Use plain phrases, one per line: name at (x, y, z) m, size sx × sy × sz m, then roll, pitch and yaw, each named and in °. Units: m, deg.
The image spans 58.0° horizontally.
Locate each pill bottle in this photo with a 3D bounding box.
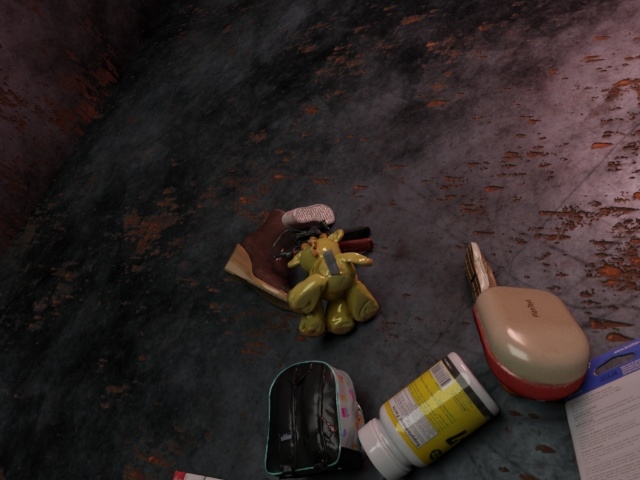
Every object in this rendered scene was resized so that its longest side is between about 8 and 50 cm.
pill bottle at (0.171, 0.287, 0.934) m, size 0.209 × 0.119 × 0.119 m, roll -39°, pitch 44°, yaw 6°

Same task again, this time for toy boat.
toy boat at (0.319, 0.177, 0.905) m, size 0.151 × 0.151 × 0.231 m, roll 5°, pitch 20°, yaw 5°

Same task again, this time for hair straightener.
hair straightener at (0.000, 0.000, 1.288) m, size 0.231 × 0.047 × 0.089 m, roll -12°, pitch 49°, yaw 8°

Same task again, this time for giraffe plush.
giraffe plush at (0.009, 0.068, 1.179) m, size 0.182 × 0.210 × 0.170 m, roll -8°, pitch 29°, yaw -12°

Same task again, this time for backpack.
backpack at (-0.007, 0.313, 1.019) m, size 0.166 × 0.144 × 0.188 m, roll -23°, pitch 61°, yaw 28°

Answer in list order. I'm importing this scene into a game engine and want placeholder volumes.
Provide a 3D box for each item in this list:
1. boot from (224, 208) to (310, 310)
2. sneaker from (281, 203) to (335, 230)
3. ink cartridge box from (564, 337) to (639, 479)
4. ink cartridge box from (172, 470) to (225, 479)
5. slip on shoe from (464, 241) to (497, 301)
boot at (-0.088, 0.035, 1.337) m, size 0.249 × 0.090 × 0.206 m, roll 27°, pitch 68°, yaw 35°
sneaker at (-0.033, -0.053, 1.348) m, size 0.070 × 0.134 × 0.050 m, roll -18°, pitch 81°, yaw 44°
ink cartridge box at (0.421, 0.274, 0.732) m, size 0.186 × 0.065 × 0.311 m, roll -42°, pitch 26°, yaw 36°
ink cartridge box at (-0.229, 0.504, 1.101) m, size 0.135 × 0.056 × 0.099 m, roll -7°, pitch 54°, yaw 33°
slip on shoe at (0.301, 0.060, 1.073) m, size 0.041 × 0.051 × 0.135 m, roll 6°, pitch 43°, yaw -7°
